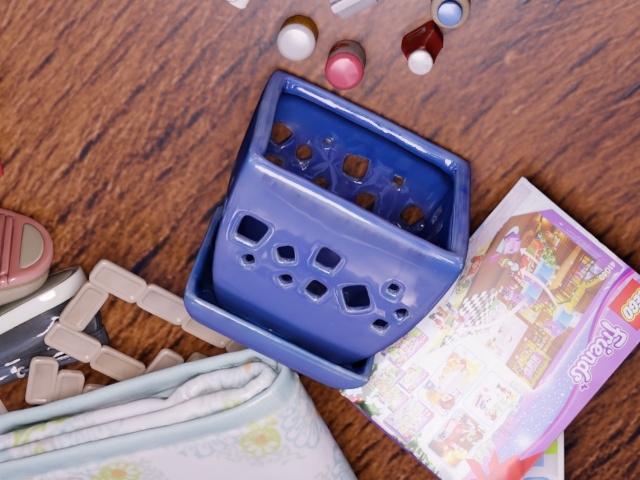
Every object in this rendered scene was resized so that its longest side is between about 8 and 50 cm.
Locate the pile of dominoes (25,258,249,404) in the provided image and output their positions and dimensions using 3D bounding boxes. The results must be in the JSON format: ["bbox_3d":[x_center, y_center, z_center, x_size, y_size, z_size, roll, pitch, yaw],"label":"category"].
[{"bbox_3d":[-0.186,0.136,1.843,0.251,0.040,0.196,30,111,-27],"label":"pile of dominoes"}]

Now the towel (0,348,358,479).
[{"bbox_3d":[-0.154,0.268,1.852,0.374,0.090,0.320,-14,137,14],"label":"towel"}]

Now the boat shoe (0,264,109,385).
[{"bbox_3d":[-0.381,0.152,1.861,0.340,0.127,0.113,-29,103,2],"label":"boat shoe"}]

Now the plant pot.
[{"bbox_3d":[0.000,0.000,1.714,0.236,0.236,0.212,27,117,-7],"label":"plant pot"}]

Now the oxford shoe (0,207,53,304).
[{"bbox_3d":[-0.470,0.056,1.847,0.397,0.140,0.146,-6,136,8],"label":"oxford shoe"}]

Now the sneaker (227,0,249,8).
[{"bbox_3d":[-0.040,-0.341,1.638,0.323,0.130,0.236,-1,120,2],"label":"sneaker"}]

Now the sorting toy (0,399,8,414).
[{"bbox_3d":[-0.374,0.225,1.951,0.062,0.012,0.083,-23,108,13],"label":"sorting toy"}]

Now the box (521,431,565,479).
[{"bbox_3d":[0.209,0.254,1.866,0.114,0.103,0.203,-1,112,6],"label":"box"}]

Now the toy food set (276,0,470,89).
[{"bbox_3d":[0.067,-0.217,1.682,0.232,0.104,0.111,-25,108,14],"label":"toy food set"}]

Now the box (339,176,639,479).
[{"bbox_3d":[0.189,0.110,1.757,0.201,0.057,0.293,41,91,7],"label":"box"}]

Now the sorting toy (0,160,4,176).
[{"bbox_3d":[-0.459,-0.110,1.801,0.274,0.046,0.132,-11,111,9],"label":"sorting toy"}]
